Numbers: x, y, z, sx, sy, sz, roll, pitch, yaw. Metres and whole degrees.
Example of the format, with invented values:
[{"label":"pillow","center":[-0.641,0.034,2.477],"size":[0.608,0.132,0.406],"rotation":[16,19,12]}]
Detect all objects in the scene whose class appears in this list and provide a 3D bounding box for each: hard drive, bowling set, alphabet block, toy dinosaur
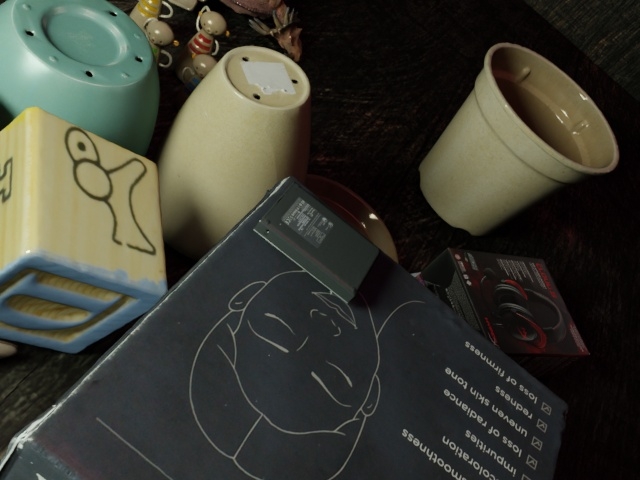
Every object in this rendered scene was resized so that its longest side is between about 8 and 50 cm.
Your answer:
[{"label":"hard drive","center":[0.000,0.000,0.826],"size":[0.135,0.022,0.094],"rotation":[38,41,-2]},{"label":"bowling set","center":[-0.234,-0.307,1.243],"size":[0.287,0.154,0.199],"rotation":[32,42,-11]},{"label":"alphabet block","center":[-0.315,-0.003,0.854],"size":[0.192,0.194,0.197],"rotation":[28,42,-47]},{"label":"toy dinosaur","center":[-0.149,-0.512,1.515],"size":[0.296,0.127,0.200],"rotation":[16,59,-17]}]

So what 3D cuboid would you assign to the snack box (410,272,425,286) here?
[{"label":"snack box","center":[0.140,0.127,1.223],"size":[0.141,0.037,0.100],"rotation":[-30,105,-47]}]

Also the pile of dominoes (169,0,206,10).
[{"label":"pile of dominoes","center":[-0.235,-0.583,1.471],"size":[0.196,0.251,0.040],"rotation":[54,-2,12]}]

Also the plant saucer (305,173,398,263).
[{"label":"plant saucer","center":[0.014,0.002,1.259],"size":[0.278,0.041,0.277],"rotation":[21,46,-23]}]

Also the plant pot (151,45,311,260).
[{"label":"plant pot","center":[-0.118,-0.143,1.071],"size":[0.257,0.274,0.256],"rotation":[13,49,-15]}]

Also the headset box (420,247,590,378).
[{"label":"headset box","center":[0.349,0.141,1.344],"size":[0.293,0.110,0.218],"rotation":[7,51,-33]}]

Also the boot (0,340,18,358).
[{"label":"boot","center":[-0.409,0.153,0.812],"size":[0.119,0.042,0.086],"rotation":[11,56,-29]}]

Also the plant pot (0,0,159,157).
[{"label":"plant pot","center":[-0.359,-0.200,0.997],"size":[0.293,0.235,0.292],"rotation":[21,46,-23]}]

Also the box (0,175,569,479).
[{"label":"box","center":[-0.025,0.260,0.815],"size":[0.480,0.297,0.471],"rotation":[40,39,-1]}]

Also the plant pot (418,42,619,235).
[{"label":"plant pot","center":[0.379,-0.178,1.490],"size":[0.334,0.305,0.333],"rotation":[20,46,-22]}]
